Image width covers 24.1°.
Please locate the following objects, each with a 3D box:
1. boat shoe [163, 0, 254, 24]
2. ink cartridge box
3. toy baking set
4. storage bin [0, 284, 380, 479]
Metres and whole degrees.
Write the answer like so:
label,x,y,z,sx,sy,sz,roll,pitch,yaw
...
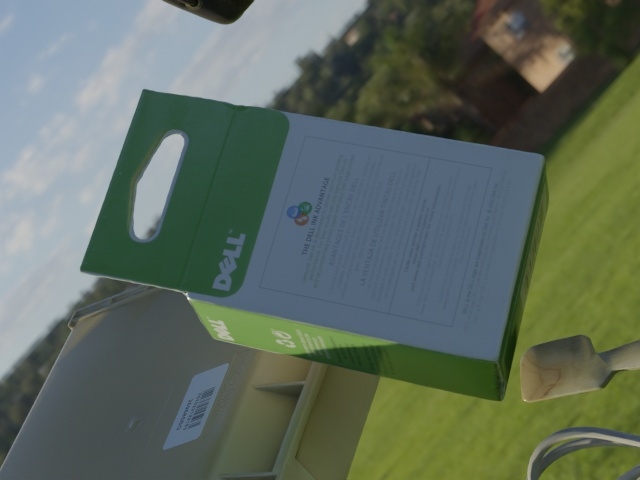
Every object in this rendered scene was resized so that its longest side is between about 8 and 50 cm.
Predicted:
label,x,y,z,sx,sy,sz,roll,pitch,yaw
boat shoe,-0.163,-0.214,0.938,0.103,0.285,0.092,-90,21,-58
ink cartridge box,0.000,0.000,0.743,0.062,0.209,0.109,71,-147,-65
toy baking set,0.191,0.111,0.721,0.030,0.256,0.197,21,-58,-45
storage bin,-0.071,0.140,0.865,0.260,0.123,0.262,-20,33,37
